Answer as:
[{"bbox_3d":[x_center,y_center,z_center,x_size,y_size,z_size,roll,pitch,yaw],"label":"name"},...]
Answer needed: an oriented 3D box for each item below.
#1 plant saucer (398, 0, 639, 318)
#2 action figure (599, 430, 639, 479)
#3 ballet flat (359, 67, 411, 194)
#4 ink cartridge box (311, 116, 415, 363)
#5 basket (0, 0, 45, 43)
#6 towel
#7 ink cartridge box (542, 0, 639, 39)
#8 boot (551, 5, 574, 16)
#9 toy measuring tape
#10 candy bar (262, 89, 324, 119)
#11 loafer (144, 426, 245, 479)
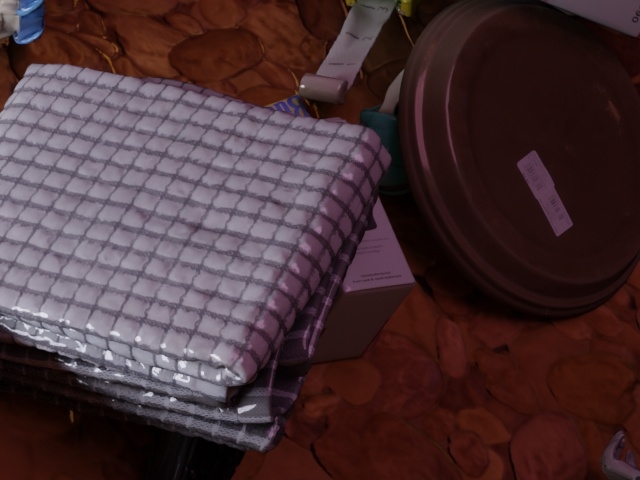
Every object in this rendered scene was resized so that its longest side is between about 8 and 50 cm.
[{"bbox_3d":[0.182,-0.075,1.388,0.278,0.041,0.278,11,71,-35],"label":"plant saucer"},{"bbox_3d":[0.304,0.168,1.271,0.164,0.141,0.276,12,88,-51],"label":"action figure"},{"bbox_3d":[0.120,-0.127,1.421,0.083,0.087,0.247,15,37,39],"label":"ballet flat"},{"bbox_3d":[0.000,0.000,1.264,0.063,0.109,0.150,-7,60,-28],"label":"ink cartridge box"},{"bbox_3d":[-0.232,-0.277,1.263,0.289,0.255,0.201,-9,58,-17],"label":"basket"},{"bbox_3d":[-0.113,0.006,1.140,0.283,0.121,0.235,12,50,20],"label":"towel"},{"bbox_3d":[0.217,-0.307,1.395,0.306,0.226,0.131,15,19,-32],"label":"ink cartridge box"},{"bbox_3d":[0.288,-0.286,1.576,0.213,0.165,0.077,-3,57,-29],"label":"boot"},{"bbox_3d":[0.054,-0.250,1.459,0.121,0.121,0.330,31,45,-1],"label":"toy measuring tape"},{"bbox_3d":[-0.065,-0.087,1.358,0.161,0.018,0.040,-22,68,-35],"label":"candy bar"},{"bbox_3d":[-0.084,0.092,1.190,0.078,0.076,0.223,1,56,24],"label":"loafer"}]
